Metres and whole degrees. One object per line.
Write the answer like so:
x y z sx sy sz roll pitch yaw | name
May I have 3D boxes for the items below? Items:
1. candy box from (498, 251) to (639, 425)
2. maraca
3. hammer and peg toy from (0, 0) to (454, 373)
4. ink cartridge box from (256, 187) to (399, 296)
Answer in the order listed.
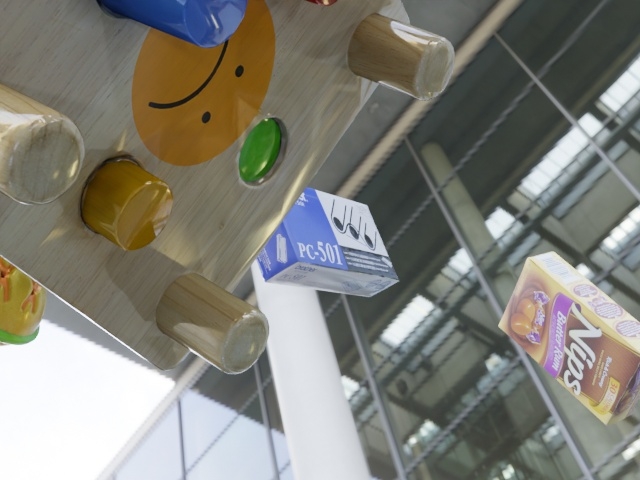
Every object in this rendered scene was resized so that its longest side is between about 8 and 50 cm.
0.302 0.111 1.181 0.053 0.187 0.109 -13 -47 -37 | candy box
-0.315 0.030 0.895 0.099 0.127 0.186 -38 -38 6 | maraca
-0.037 -0.131 0.493 0.361 0.127 0.266 -56 -32 -11 | hammer and peg toy
0.000 0.000 1.034 0.046 0.097 0.207 -31 -21 24 | ink cartridge box
